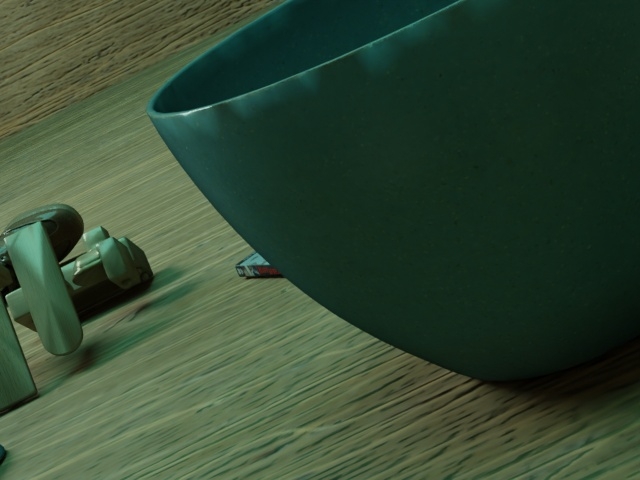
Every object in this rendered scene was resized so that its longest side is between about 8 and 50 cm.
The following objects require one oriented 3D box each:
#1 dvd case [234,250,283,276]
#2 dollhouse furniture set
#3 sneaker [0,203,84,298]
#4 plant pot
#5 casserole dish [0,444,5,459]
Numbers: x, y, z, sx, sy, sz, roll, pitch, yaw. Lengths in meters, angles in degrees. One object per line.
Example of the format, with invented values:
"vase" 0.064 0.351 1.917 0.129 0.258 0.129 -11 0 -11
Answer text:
"dvd case" 0.000 0.000 1.013 0.087 0.013 0.119 -36 17 -30
"dollhouse furniture set" -0.206 0.072 1.096 0.144 0.123 0.151 -26 -19 4
"sneaker" -0.315 0.035 1.361 0.188 0.066 0.071 -31 32 5
"plant pot" 0.088 -0.047 0.678 0.290 0.195 0.290 -25 15 7
"casserole dish" -0.284 0.173 0.885 0.114 0.037 0.188 -19 17 28
